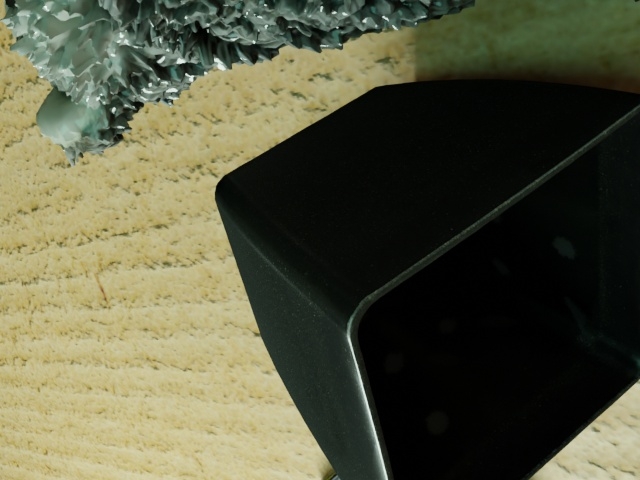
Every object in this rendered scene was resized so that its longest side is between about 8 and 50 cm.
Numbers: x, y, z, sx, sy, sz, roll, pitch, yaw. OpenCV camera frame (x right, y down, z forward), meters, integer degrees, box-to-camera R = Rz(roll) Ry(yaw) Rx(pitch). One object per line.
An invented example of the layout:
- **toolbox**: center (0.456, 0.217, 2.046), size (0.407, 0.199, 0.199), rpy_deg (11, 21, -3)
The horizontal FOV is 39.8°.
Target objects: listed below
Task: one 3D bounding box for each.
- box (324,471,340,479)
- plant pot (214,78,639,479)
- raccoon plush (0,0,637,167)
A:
- **box**: center (0.067, 0.217, 0.718), size (0.114, 0.036, 0.207), rpy_deg (46, 140, 8)
- **plant pot**: center (0.051, 0.018, 0.472), size (0.167, 0.188, 0.188), rpy_deg (35, 150, 44)
- **raccoon plush**: center (0.004, -0.103, 0.425), size (0.446, 0.216, 0.299), rpy_deg (39, 147, 15)
